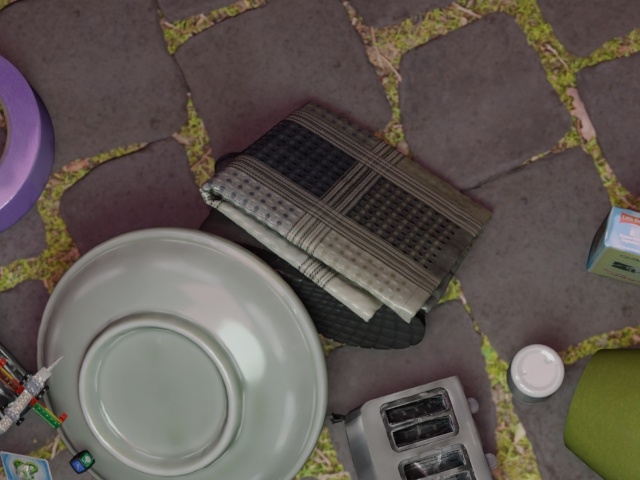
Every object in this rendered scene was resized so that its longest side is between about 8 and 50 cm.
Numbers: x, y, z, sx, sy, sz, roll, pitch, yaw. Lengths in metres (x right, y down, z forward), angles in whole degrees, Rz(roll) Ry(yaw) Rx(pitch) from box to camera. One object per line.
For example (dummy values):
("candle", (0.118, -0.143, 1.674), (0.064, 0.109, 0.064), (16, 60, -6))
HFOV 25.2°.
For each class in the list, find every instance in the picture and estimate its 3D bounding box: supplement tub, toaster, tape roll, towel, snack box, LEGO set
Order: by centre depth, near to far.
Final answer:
("LEGO set", (-0.401, 0.230, 1.854), (0.244, 0.060, 0.182), (6, 120, 25))
("toaster", (0.124, 0.274, 1.856), (0.185, 0.110, 0.168), (-14, 77, -14))
("snack box", (0.517, 0.040, 1.860), (0.322, 0.187, 0.060), (15, 79, 6))
("supplement tub", (0.282, 0.177, 1.885), (0.071, 0.107, 0.071), (-1, 79, 3))
("towel", (0.044, -0.038, 1.888), (0.324, 0.312, 0.056), (33, 126, 9))
("tape roll", (-0.517, -0.137, 2.007), (0.274, 0.090, 0.275), (-1, 78, 3))

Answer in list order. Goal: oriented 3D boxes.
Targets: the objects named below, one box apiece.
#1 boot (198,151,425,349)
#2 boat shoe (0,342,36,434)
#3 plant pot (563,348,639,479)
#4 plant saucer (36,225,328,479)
("boot", (0.000, 0.000, 1.916), (0.338, 0.118, 0.223), (21, 51, -5))
("boat shoe", (-0.494, 0.103, 1.948), (0.119, 0.121, 0.335), (-34, 92, -9))
("plant pot", (0.467, 0.251, 1.802), (0.293, 0.275, 0.275), (19, 80, 23))
("plant saucer", (-0.193, 0.186, 1.827), (0.400, 0.100, 0.401), (4, 107, 14))
